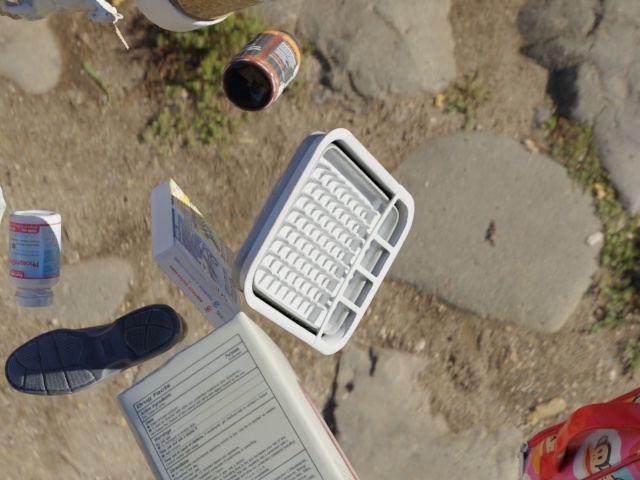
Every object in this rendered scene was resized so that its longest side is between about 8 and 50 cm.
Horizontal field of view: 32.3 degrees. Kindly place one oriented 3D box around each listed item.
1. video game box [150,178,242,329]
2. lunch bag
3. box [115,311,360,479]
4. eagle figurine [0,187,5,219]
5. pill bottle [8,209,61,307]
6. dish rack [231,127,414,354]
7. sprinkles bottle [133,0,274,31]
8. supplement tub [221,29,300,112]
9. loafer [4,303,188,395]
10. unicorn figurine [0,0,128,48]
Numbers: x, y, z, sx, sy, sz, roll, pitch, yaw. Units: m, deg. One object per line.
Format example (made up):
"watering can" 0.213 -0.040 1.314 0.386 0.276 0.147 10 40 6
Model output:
"video game box" -0.195 0.025 1.738 0.048 0.187 0.205 -29 33 9
"lunch bag" 0.343 0.244 1.110 0.258 0.293 0.120 36 46 -18
"box" -0.060 0.211 1.024 0.149 0.127 0.232 -34 61 2
"eagle figurine" -0.517 -0.003 1.260 0.226 0.225 0.298 37 60 7
"pill bottle" -0.495 0.031 1.916 0.087 0.087 0.160 2 99 -5
"dish rack" 0.000 0.000 1.642 0.072 0.333 0.285 26 83 32
"sprinkles bottle" -0.028 -0.282 0.993 0.121 0.355 0.121 7 80 -46
"supplement tub" -0.098 -0.313 1.986 0.106 0.106 0.198 23 34 5
"loafer" -0.356 0.185 1.795 0.303 0.095 0.109 -18 75 7
"unicorn figurine" -0.291 -0.261 1.195 0.162 0.111 0.060 13 83 38
